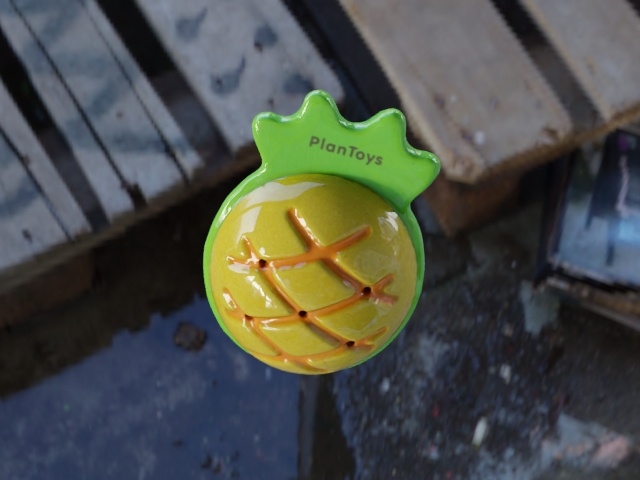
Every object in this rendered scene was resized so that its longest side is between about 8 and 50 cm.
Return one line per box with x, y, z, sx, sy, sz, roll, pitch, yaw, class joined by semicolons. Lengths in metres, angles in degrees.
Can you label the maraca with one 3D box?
0.000;0.000;0.942;0.127;0.186;0.099;12;33;-4;maraca
